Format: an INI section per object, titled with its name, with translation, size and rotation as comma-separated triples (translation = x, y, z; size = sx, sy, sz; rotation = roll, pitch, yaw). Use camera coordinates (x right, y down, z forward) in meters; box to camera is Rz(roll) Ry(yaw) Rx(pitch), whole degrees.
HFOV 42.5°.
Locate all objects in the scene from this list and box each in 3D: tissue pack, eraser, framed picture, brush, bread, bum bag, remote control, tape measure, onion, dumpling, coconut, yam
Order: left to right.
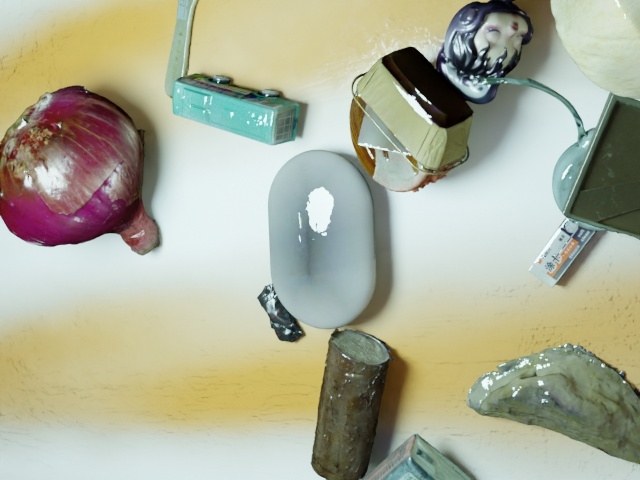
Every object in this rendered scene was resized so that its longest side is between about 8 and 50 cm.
[onion]
translation = -0.475, -0.108, 1.677
size = 0.347, 0.348, 0.385
rotation = -27, 121, 31
[brush]
translation = -0.268, -0.446, 1.625
size = 0.085, 0.020, 0.337
rotation = 20, 109, 25
[bum bag]
translation = -0.081, 0.146, 1.626
size = 0.057, 0.034, 0.125
rotation = -25, 87, 22
[remote control]
translation = 0.000, 0.000, 1.510
size = 0.221, 0.103, 0.332
rotation = 3, 101, 30
[yam]
translation = 0.054, 0.313, 1.532
size = 0.131, 0.131, 0.280
rotation = 17, 108, 26
[tissue pack]
translation = 0.151, 0.528, 1.503
size = 0.228, 0.103, 0.316
rotation = 41, 117, -1
[bread]
translation = 0.136, -0.186, 1.352
size = 0.224, 0.142, 0.212
rotation = 52, 145, 18
[tape measure]
translation = 0.358, -0.128, 1.240
size = 0.330, 0.084, 0.164
rotation = 26, 113, -2
[eraser]
translation = 0.392, 0.014, 1.333
size = 0.052, 0.029, 0.122
rotation = 38, 116, 18
[dumpling]
translation = 0.402, 0.261, 1.347
size = 0.332, 0.086, 0.166
rotation = 11, 108, 23
[framed picture]
translation = 0.504, -0.085, 1.186
size = 0.265, 0.018, 0.192
rotation = 17, 110, -4
[coconut]
translation = 0.456, -0.340, 1.050
size = 0.328, 0.328, 0.329
rotation = 6, 103, 29

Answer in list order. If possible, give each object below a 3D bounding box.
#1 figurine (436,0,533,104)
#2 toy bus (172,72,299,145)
[figurine]
translation = 0.252, -0.327, 1.287
size = 0.145, 0.145, 0.222
rotation = 24, 111, 24
[toy bus]
translation = -0.164, -0.251, 1.558
size = 0.261, 0.109, 0.091
rotation = 19, 114, 27
